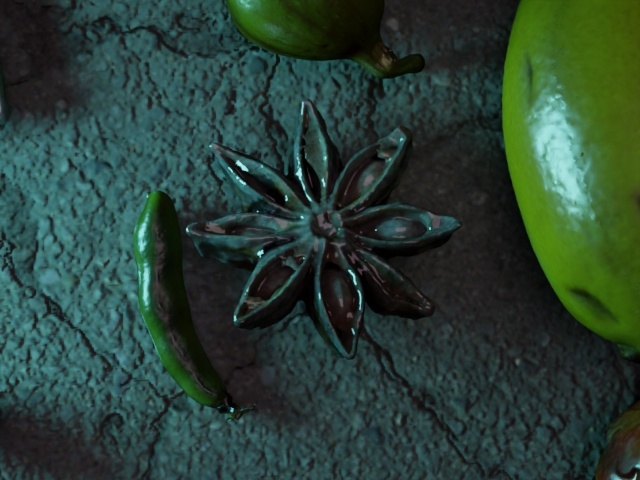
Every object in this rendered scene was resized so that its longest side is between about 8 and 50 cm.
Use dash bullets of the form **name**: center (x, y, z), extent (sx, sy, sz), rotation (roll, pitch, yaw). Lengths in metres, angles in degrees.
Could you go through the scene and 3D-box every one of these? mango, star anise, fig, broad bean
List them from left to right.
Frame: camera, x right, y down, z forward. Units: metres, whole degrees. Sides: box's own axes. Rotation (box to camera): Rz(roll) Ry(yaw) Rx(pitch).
- **broad bean**: center (-0.130, 0.065, 1.068), extent (0.069, 0.039, 0.226), rotation (-23, 90, 0)
- **fig**: center (-0.004, -0.212, 1.044), extent (0.142, 0.148, 0.186), rotation (-32, 89, -1)
- **star anise**: center (0.001, 0.001, 1.051), extent (0.223, 0.109, 0.236), rotation (-24, 72, -14)
- **mango**: center (0.316, -0.105, 1.029), extent (0.301, 0.220, 0.445), rotation (-7, 85, -3)

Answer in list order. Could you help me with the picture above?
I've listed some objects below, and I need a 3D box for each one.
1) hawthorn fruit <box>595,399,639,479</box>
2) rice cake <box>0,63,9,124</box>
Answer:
- **hawthorn fruit**: center (0.332, 0.225, 1.046), extent (0.173, 0.179, 0.173), rotation (-5, 48, 6)
- **rice cake**: center (-0.364, -0.214, 1.057), extent (0.127, 0.043, 0.237), rotation (-11, 89, -5)
